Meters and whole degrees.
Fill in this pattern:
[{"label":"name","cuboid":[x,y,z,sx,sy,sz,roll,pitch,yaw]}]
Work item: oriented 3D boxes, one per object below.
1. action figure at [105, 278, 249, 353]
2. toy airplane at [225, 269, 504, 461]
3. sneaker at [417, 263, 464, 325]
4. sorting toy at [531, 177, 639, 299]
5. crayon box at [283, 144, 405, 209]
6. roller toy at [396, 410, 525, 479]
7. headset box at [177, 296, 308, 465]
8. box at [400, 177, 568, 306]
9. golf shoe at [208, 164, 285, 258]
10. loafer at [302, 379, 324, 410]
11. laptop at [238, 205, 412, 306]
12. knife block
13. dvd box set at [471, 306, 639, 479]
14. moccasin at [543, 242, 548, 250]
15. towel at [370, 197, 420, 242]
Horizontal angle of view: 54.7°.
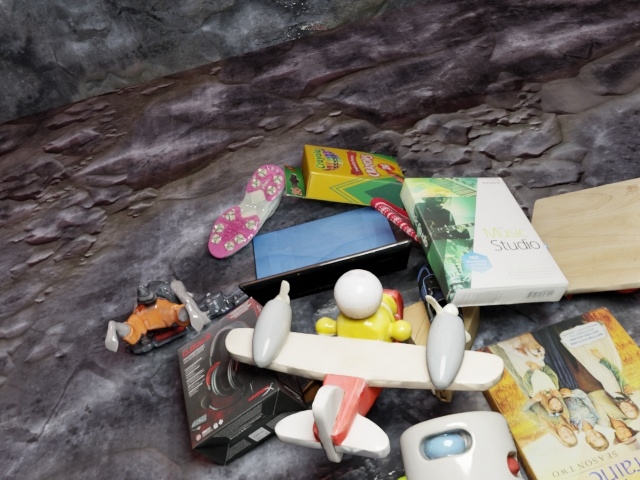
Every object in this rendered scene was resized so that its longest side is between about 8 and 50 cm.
[{"label":"action figure","cuboid":[-0.339,0.144,1.460,0.341,0.179,0.330,-26,9,-7]},{"label":"toy airplane","cuboid":[0.059,0.190,1.089,0.386,0.273,0.384,-11,20,-21]},{"label":"sneaker","cuboid":[0.249,0.116,1.276,0.081,0.090,0.232,-13,41,3]},{"label":"sorting toy","cuboid":[0.593,0.014,1.355,0.257,0.089,0.256,-12,50,45]},{"label":"crayon box","cuboid":[0.063,-0.178,1.690,0.318,0.081,0.202,5,29,-10]},{"label":"roller toy","cuboid":[0.236,0.367,1.041,0.209,0.191,0.146,3,60,-22]},{"label":"headset box","cuboid":[-0.176,0.279,1.306,0.218,0.110,0.293,-35,41,9]},{"label":"box","cuboid":[0.315,-0.009,1.240,0.232,0.058,0.322,-2,43,-14]},{"label":"golf shoe","cuboid":[-0.194,-0.065,1.750,0.115,0.140,0.306,36,80,14]},{"label":"loafer","cuboid":[0.007,0.305,1.300,0.062,0.061,0.170,19,52,34]},{"label":"laptop","cuboid":[0.000,0.000,1.520,0.381,0.408,0.236,-16,75,1]},{"label":"knife block","cuboid":[0.300,0.180,1.326,0.242,0.088,0.276,-21,41,-5]},{"label":"dvd box set","cuboid":[0.493,0.328,1.122,0.307,0.062,0.420,-18,41,-1]},{"label":"moccasin","cuboid":[0.408,0.006,1.387,0.117,0.137,0.342,-48,31,3]},{"label":"towel","cuboid":[0.245,-0.012,1.407,0.031,0.198,0.275,-61,33,11]}]
